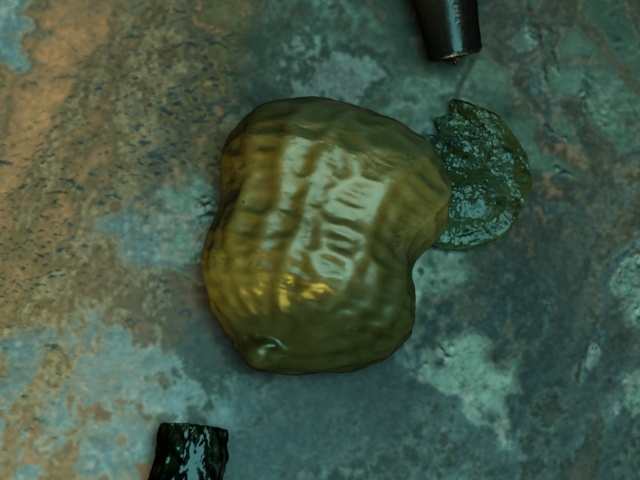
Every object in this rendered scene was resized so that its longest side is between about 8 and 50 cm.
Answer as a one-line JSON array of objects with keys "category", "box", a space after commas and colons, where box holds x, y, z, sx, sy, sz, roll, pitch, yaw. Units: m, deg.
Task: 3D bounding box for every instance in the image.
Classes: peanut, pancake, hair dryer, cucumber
[{"category": "peanut", "box": [0.000, 0.000, 1.298, 0.196, 0.110, 0.233, 17, 79, -6]}, {"category": "pancake", "box": [0.124, -0.052, 1.369, 0.116, 0.022, 0.129, 46, 78, -2]}, {"category": "hair dryer", "box": [0.182, -0.287, 1.385, 0.271, 0.091, 0.236, -13, 94, -15]}, {"category": "cucumber", "box": [-0.128, 0.291, 1.263, 0.067, 0.067, 0.294, 13, 82, -8]}]
